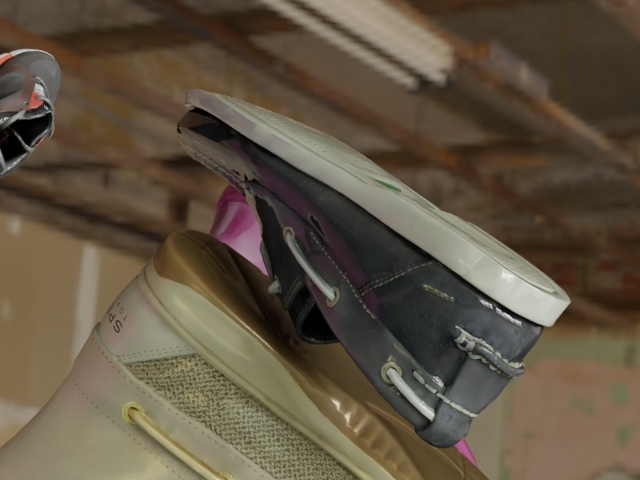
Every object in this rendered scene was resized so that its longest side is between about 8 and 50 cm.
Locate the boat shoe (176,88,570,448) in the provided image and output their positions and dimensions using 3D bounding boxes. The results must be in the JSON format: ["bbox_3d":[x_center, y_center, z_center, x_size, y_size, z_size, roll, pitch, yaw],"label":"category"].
[{"bbox_3d":[0.000,0.000,0.747,0.084,0.079,0.233,19,13,-41],"label":"boat shoe"}]

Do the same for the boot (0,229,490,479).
[{"bbox_3d":[-0.031,0.152,0.793,0.262,0.203,0.095,44,15,-2],"label":"boot"}]

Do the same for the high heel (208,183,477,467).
[{"bbox_3d":[0.024,0.055,1.176,0.244,0.117,0.082,40,-44,-9],"label":"high heel"}]

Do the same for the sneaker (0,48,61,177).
[{"bbox_3d":[-0.190,-0.075,1.172,0.065,0.158,0.061,-4,-60,22],"label":"sneaker"}]
